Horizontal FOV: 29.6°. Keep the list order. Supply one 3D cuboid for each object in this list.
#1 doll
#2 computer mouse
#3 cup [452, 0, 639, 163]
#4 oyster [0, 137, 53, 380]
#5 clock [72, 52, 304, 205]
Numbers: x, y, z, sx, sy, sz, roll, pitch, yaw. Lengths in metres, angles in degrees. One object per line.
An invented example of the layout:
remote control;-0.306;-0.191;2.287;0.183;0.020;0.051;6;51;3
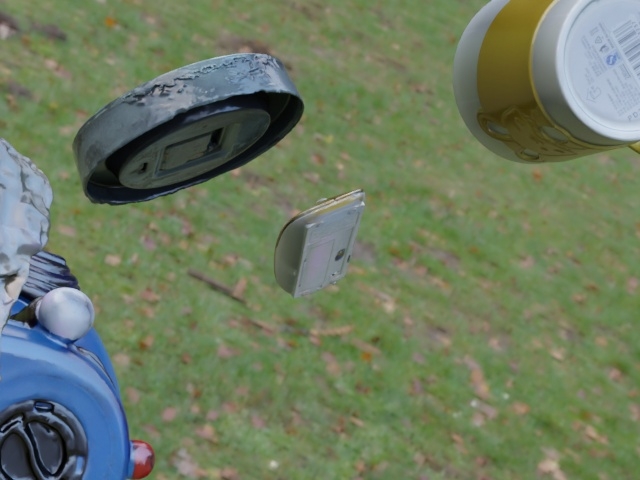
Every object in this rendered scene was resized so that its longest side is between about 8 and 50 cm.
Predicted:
doll;-0.261;0.139;0.937;0.240;0.284;0.310;21;-9;-27
computer mouse;-0.001;-0.001;1.392;0.102;0.199;0.045;-24;66;-18
cup;0.270;-0.151;1.183;0.241;0.185;0.226;34;-5;-12
oyster;-0.235;0.024;0.693;0.166;0.110;0.341;30;42;-16
clock;-0.125;-0.104;1.149;0.226;0.226;0.049;-5;69;-55
